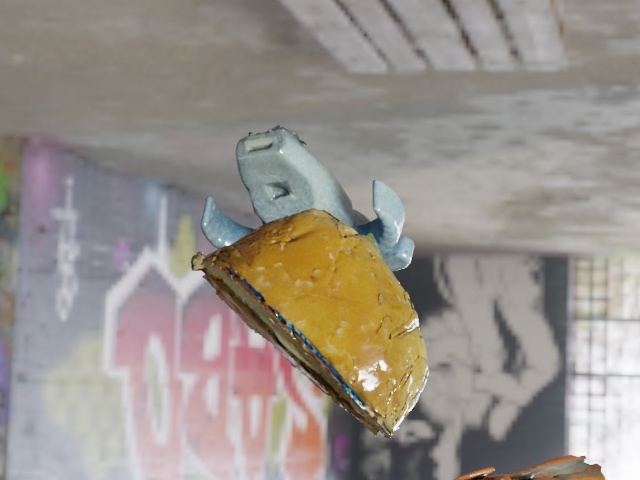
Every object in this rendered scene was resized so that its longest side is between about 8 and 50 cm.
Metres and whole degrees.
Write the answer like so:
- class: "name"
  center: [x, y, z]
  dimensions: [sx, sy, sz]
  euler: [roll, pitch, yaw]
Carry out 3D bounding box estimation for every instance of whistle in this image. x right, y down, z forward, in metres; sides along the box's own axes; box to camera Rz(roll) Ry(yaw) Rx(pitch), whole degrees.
- class: "whistle"
  center: [0.000, 0.000, 1.396]
  dimensions: [0.180, 0.093, 0.269]
  euler: [-5, 143, 26]

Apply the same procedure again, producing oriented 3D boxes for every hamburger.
- class: "hamburger"
  center: [0.008, 0.036, 1.045]
  dimensions: [0.176, 0.102, 0.087]
  euler: [40, 175, 17]

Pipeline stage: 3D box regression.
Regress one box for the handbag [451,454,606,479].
- class: "handbag"
  center: [-0.037, 0.257, 0.969]
  dimensions: [0.410, 0.116, 0.303]
  euler: [-3, 139, -22]
